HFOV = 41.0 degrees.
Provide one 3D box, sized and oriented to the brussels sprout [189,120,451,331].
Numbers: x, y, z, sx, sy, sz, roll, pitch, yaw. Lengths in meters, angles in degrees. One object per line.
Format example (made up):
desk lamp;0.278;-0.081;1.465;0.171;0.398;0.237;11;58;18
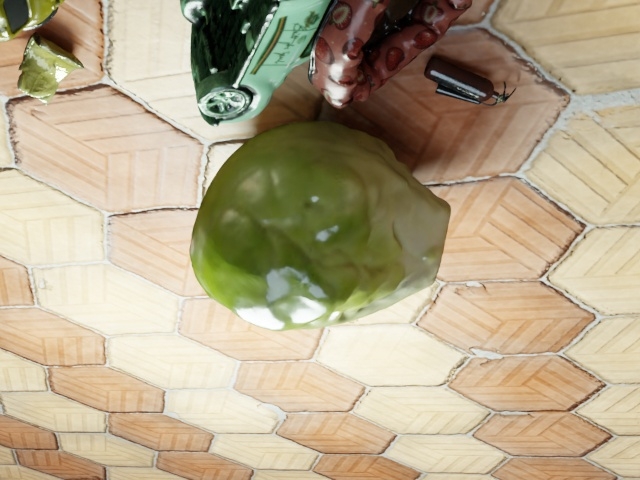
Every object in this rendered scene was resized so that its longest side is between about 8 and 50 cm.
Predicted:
brussels sprout;-0.009;-0.005;1.003;0.316;0.243;0.274;-9;151;19

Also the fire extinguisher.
fire extinguisher;0.155;-0.161;0.916;0.100;0.032;0.046;22;135;-9

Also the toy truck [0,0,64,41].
toy truck;-0.356;-0.241;0.787;0.224;0.165;0.147;8;147;0

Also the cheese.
cheese;-0.310;-0.194;0.966;0.060;0.042;0.084;23;130;-34

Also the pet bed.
pet bed;0.067;-0.201;0.746;0.053;0.201;0.201;46;148;12

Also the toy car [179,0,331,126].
toy car;-0.040;-0.225;0.776;0.125;0.136;0.306;-2;154;-24
